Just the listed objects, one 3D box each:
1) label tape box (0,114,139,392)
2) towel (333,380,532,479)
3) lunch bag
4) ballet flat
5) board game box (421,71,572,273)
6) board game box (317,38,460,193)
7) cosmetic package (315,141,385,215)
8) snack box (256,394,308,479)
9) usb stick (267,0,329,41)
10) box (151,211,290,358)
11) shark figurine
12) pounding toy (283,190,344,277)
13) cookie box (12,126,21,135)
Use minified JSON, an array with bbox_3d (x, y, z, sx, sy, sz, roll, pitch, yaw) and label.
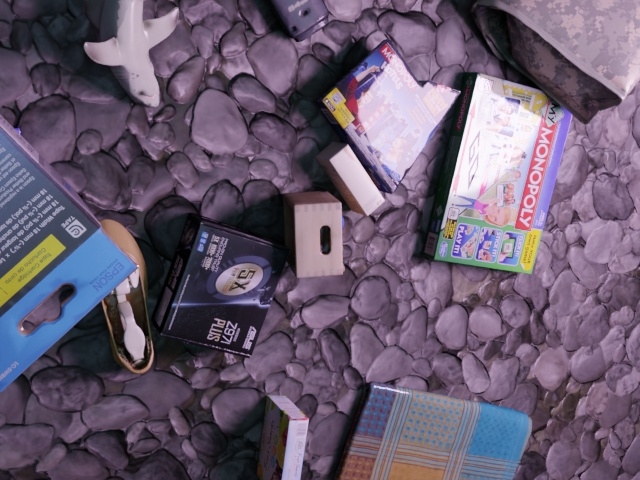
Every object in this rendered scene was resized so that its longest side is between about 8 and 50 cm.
[{"bbox_3d":[-0.432,-0.015,0.946,0.241,0.106,0.333,-43,113,-7],"label":"label tape box"},{"bbox_3d":[0.203,0.411,1.403,0.370,0.040,0.271,17,94,-24],"label":"towel"},{"bbox_3d":[0.411,-0.372,1.236,0.287,0.169,0.235,39,82,0],"label":"lunch bag"},{"bbox_3d":[-0.278,0.084,1.098,0.080,0.073,0.232,-16,108,-18],"label":"ballet flat"},{"bbox_3d":[0.309,-0.110,1.324,0.214,0.046,0.317,8,98,-24],"label":"board game box"},{"bbox_3d":[0.116,-0.210,1.210,0.194,0.060,0.194,-44,114,-10],"label":"board game box"},{"bbox_3d":[0.047,-0.097,1.206,0.041,0.060,0.115,-41,116,-11],"label":"cosmetic package"},{"bbox_3d":[-0.063,0.333,1.233,0.037,0.100,0.141,4,100,-25],"label":"snack box"},{"bbox_3d":[-0.079,-0.417,1.086,0.077,0.045,0.278,-38,114,-12],"label":"usb stick"},{"bbox_3d":[-0.150,0.068,1.147,0.147,0.077,0.180,19,94,-26],"label":"box"},{"bbox_3d":[-0.257,-0.325,1.006,0.166,0.116,0.278,-4,115,-57],"label":"shark figurine"},{"bbox_3d":[0.000,0.000,1.179,0.100,0.130,0.141,-4,104,-10],"label":"pounding toy"},{"bbox_3d":[-0.436,-0.091,1.008,0.092,0.040,0.107,-9,105,-20],"label":"cookie box"}]
